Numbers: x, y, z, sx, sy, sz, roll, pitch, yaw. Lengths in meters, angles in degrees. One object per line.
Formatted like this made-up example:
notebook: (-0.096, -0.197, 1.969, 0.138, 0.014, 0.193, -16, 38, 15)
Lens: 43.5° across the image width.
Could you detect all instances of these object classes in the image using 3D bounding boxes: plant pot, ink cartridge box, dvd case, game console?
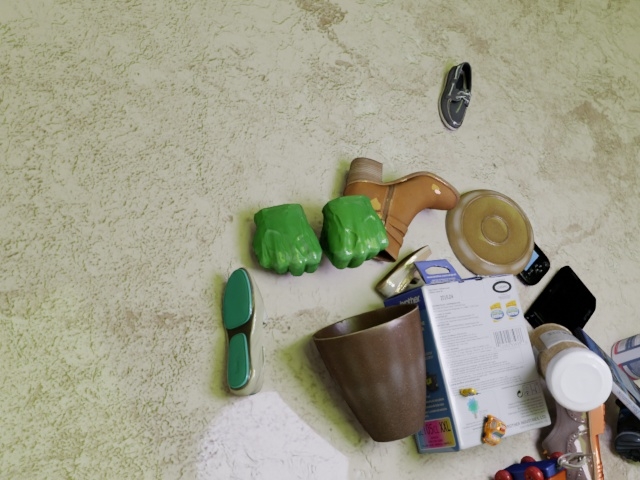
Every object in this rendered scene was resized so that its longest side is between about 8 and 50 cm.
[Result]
plant pot: (0.419, -0.022, 1.946, 0.236, 0.032, 0.236, 6, 67, -15)
ink cartridge box: (0.301, 0.223, 1.692, 0.270, 0.151, 0.395, -4, 78, -34)
plant pot: (0.119, 0.265, 1.565, 0.215, 0.215, 0.230, -18, 92, -37)
dvd case: (0.693, 0.328, 1.870, 0.253, 0.022, 0.180, 43, 19, -12)
game console: (0.531, 0.086, 1.992, 0.361, 0.044, 0.213, 49, 52, -2)

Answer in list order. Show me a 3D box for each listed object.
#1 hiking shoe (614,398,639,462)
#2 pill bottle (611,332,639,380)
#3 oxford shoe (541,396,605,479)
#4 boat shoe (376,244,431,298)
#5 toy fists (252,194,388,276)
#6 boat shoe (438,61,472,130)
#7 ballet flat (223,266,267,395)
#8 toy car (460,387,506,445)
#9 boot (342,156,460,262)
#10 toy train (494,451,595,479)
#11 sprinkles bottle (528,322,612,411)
hiking shoe: (0.841, 0.495, 1.945, 0.304, 0.113, 0.132, 33, 48, -20)
pill bottle: (0.829, 0.277, 1.998, 0.108, 0.180, 0.108, 13, 62, -26)
oxford shoe: (0.562, 0.495, 1.787, 0.130, 0.133, 0.363, 43, 51, -65)
boat shoe: (0.194, 0.075, 1.779, 0.170, 0.063, 0.059, -39, 94, -29)
toy fists: (0.000, 0.000, 1.640, 0.279, 0.096, 0.142, -7, 57, -16)
boat shoe: (0.359, -0.382, 2.095, 0.075, 0.065, 0.206, 24, 57, -21)
ballet flat: (-0.138, 0.175, 1.520, 0.086, 0.086, 0.248, 12, 63, -27)
toy car: (0.314, 0.340, 1.545, 0.122, 0.040, 0.060, 45, 56, -13)
boot: (0.182, -0.054, 1.797, 0.283, 0.109, 0.220, 18, 58, -21)
toy train: (0.481, 0.513, 1.629, 0.105, 0.248, 0.143, -14, 80, -36)
sprinkles bottle: (0.524, 0.263, 1.723, 0.121, 0.121, 0.355, 54, 8, 1)
